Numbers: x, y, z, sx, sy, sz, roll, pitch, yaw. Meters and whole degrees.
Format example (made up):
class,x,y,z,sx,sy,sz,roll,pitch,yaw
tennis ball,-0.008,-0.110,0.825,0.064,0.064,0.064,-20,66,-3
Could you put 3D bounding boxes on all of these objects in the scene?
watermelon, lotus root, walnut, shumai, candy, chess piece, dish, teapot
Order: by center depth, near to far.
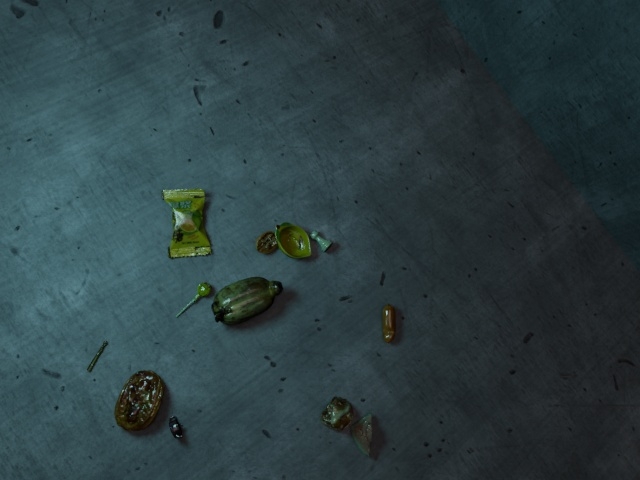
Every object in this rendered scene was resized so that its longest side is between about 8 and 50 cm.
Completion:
class,x,y,z,sx,sy,sz,roll,pitch,yaw
teapot,-0.562,0.729,1.706,0.045,0.068,0.100,-21,49,-20
shumai,0.083,0.730,1.828,0.145,0.116,0.146,3,75,-11
lotus root,-0.304,0.249,1.837,0.309,0.173,0.173,-20,82,-17
candy,-0.539,0.252,1.839,0.058,0.062,0.194,45,81,2
watermelon,0.183,0.831,1.857,0.101,0.080,0.155,-6,94,-6
candy,-0.581,-0.077,1.891,0.187,0.081,0.297,-4,89,-14
walnut,-0.247,0.007,1.958,0.121,0.052,0.091,-40,114,-24
dish,-0.137,0.008,1.961,0.207,0.080,0.149,42,57,-14
chess piece,0.000,0.000,2.017,0.103,0.067,0.067,41,71,8

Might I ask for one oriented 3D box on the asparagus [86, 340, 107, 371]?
class,x,y,z,sx,sy,sz,roll,pitch,yaw
asparagus,-0.879,0.454,1.721,0.015,0.018,0.127,40,67,-38

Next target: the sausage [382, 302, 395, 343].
class,x,y,z,sx,sy,sz,roll,pitch,yaw
sausage,0.315,0.379,2.002,0.062,0.054,0.183,-5,78,19

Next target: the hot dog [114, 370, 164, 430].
class,x,y,z,sx,sy,sz,roll,pitch,yaw
hot dog,-0.694,0.617,1.685,0.160,0.099,0.227,13,71,-11
